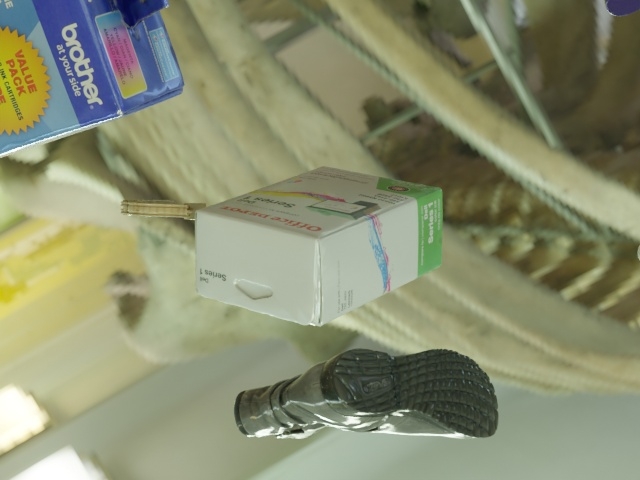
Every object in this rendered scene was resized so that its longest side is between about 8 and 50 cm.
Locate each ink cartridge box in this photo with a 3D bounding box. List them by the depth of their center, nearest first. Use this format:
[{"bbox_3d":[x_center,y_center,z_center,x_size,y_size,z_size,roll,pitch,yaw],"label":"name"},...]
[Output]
[{"bbox_3d":[-0.317,-0.226,1.541,0.395,0.270,0.151,-16,-171,23],"label":"ink cartridge box"},{"bbox_3d":[0.000,0.000,1.971,0.201,0.117,0.278,13,-158,34],"label":"ink cartridge box"}]

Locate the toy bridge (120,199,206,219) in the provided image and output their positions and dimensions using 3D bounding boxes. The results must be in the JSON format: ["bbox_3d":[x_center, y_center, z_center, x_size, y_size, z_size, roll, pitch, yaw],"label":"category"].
[{"bbox_3d":[-0.243,-0.047,2.259,0.063,0.026,0.188,-1,-176,-39],"label":"toy bridge"}]

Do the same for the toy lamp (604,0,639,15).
[{"bbox_3d":[0.409,-0.453,2.279,0.080,0.275,0.080,-13,146,-9],"label":"toy lamp"}]

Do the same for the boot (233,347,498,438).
[{"bbox_3d":[0.064,0.219,2.091,0.338,0.118,0.222,18,152,-39],"label":"boot"}]

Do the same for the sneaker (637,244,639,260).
[{"bbox_3d":[0.286,-0.020,1.158,0.109,0.040,0.044,-40,155,-20],"label":"sneaker"}]
